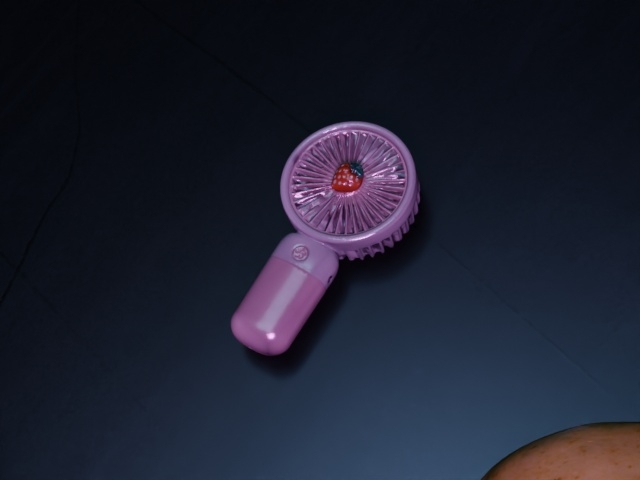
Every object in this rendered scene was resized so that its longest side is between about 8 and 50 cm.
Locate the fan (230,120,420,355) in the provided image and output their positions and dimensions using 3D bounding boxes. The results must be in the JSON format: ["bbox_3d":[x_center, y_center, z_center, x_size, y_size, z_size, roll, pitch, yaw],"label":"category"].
[{"bbox_3d":[0.000,0.000,1.499,0.130,0.074,0.244,26,72,21],"label":"fan"}]

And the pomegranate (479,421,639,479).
[{"bbox_3d":[0.215,0.285,1.194,0.319,0.319,0.319,-5,63,10],"label":"pomegranate"}]
